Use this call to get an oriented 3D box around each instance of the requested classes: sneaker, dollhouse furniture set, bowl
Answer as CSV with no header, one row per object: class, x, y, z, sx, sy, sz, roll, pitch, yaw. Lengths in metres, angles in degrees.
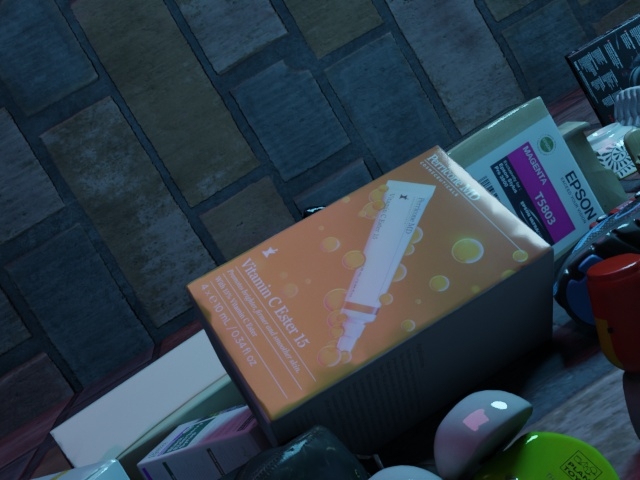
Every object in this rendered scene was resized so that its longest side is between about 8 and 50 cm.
sneaker,0.663,-0.251,1.548,0.115,0.105,0.281,-3,9,-22
dollhouse furniture set,0.491,-0.149,1.285,0.242,0.161,0.212,-30,6,5
bowl,0.537,-0.166,1.591,0.170,0.080,0.170,-31,5,3
sneaker,0.400,-0.030,0.945,0.340,0.125,0.139,-30,5,5

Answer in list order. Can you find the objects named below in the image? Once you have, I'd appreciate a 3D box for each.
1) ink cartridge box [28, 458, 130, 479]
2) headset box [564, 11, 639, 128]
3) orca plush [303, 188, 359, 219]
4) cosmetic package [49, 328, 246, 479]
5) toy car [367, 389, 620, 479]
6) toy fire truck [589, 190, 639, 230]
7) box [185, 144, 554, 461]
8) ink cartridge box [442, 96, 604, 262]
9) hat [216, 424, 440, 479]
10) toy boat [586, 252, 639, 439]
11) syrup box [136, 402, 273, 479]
ink cartridge box,-0.288,0.359,0.905,0.232,0.171,0.168,-25,9,43
headset box,0.697,-0.368,1.799,0.293,0.218,0.110,-30,6,17
orca plush,0.000,0.000,1.326,0.287,0.102,0.151,-47,4,-13
cosmetic package,-0.224,0.268,1.287,0.309,0.113,0.160,-35,-37,-23
toy car,0.109,0.200,0.535,0.182,0.159,0.136,-34,-30,-25
toy fire truck,0.460,-0.044,1.124,0.192,0.047,0.135,-32,7,-1
box,0.060,0.082,0.972,0.345,0.168,0.215,-30,49,-13
ink cartridge box,0.279,-0.057,1.232,0.193,0.235,0.088,-33,7,-15
hat,-0.029,0.247,0.750,0.331,0.134,0.331,-30,6,3
toy boat,0.349,0.035,0.696,0.318,0.148,0.267,-25,9,-21
syrup box,-0.120,0.278,1.103,0.236,0.096,0.093,-25,9,40
